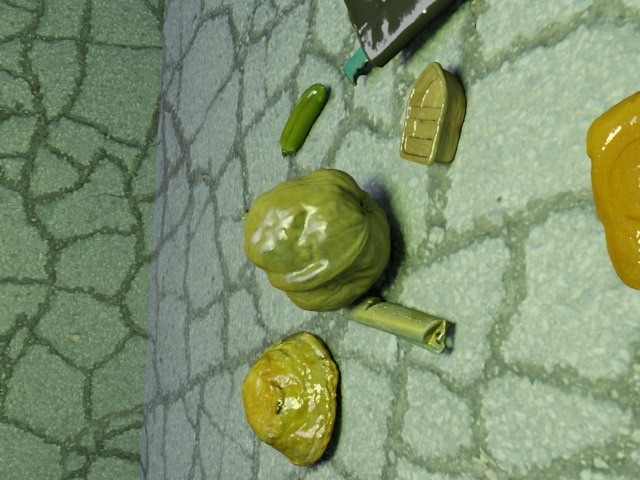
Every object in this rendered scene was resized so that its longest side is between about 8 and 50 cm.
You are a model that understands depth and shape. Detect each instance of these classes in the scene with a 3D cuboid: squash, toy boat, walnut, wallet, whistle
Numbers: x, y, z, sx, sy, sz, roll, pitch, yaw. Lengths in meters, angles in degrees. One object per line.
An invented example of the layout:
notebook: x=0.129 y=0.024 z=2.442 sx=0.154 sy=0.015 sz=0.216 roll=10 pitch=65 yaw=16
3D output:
squash: x=-0.051 y=-0.324 z=1.672 sx=0.258 sy=0.069 sz=0.069 roll=-54 pitch=42 yaw=44
toy boat: x=0.124 y=-0.410 z=1.371 sx=0.075 sy=0.077 sz=0.185 roll=-53 pitch=8 yaw=-36
walnut: x=-0.001 y=-0.001 z=1.294 sx=0.277 sy=0.282 sz=0.253 roll=-33 pitch=53 yaw=15
wallet: x=0.204 y=-0.532 z=1.166 sx=0.406 sy=0.062 sz=0.228 roll=-36 pitch=61 yaw=43
toy boat: x=0.216 y=-0.237 z=1.180 sx=0.116 sy=0.061 sz=0.188 roll=30 pitch=112 yaw=60
whistle: x=0.145 y=0.158 z=1.256 sx=0.326 sy=0.057 sz=0.068 roll=13 pitch=100 yaw=61

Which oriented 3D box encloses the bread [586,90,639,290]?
bread: x=0.416 y=-0.062 z=0.732 sx=0.174 sy=0.121 sz=0.245 roll=-30 pitch=58 yaw=58

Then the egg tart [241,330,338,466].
egg tart: x=-0.084 y=0.384 z=1.549 sx=0.339 sy=0.153 sz=0.351 roll=-57 pitch=41 yaw=37

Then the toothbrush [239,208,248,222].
toothbrush: x=-0.204 y=-0.025 z=1.947 sx=0.028 sy=0.026 sz=0.294 roll=-57 pitch=37 yaw=17
